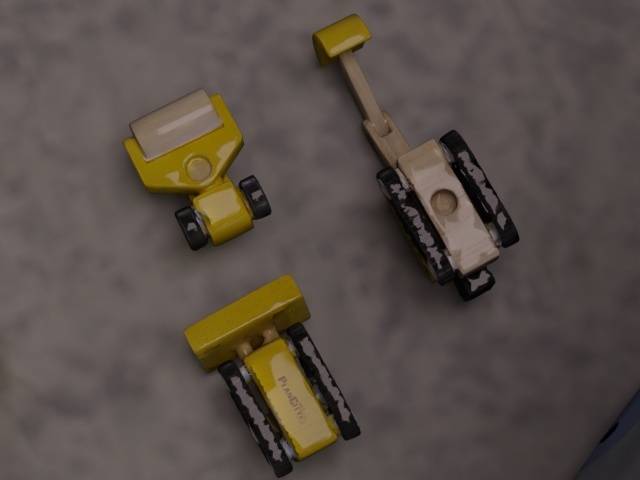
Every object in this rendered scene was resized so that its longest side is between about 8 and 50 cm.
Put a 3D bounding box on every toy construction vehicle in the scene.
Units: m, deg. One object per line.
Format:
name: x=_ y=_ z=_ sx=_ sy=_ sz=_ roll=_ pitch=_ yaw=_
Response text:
toy construction vehicle: x=0.000 y=0.000 z=0.501 sx=0.086 sy=0.035 sz=0.098 roll=-31 pitch=80 yaw=-6

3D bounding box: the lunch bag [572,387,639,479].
lunch bag: x=0.243 y=0.014 z=0.388 sx=0.385 sy=0.328 sz=0.239 roll=-18 pitch=75 yaw=-16
